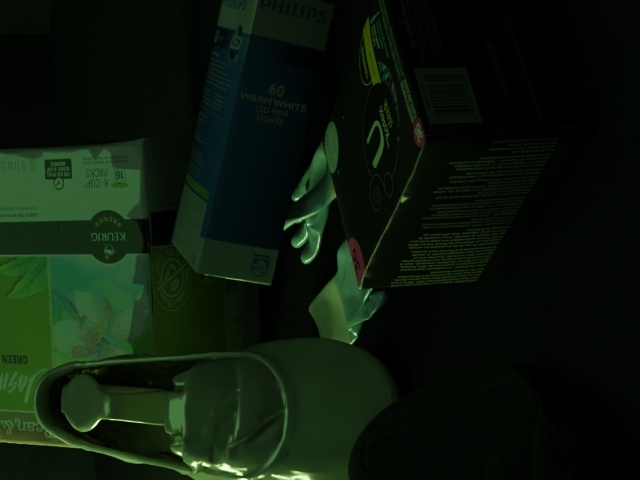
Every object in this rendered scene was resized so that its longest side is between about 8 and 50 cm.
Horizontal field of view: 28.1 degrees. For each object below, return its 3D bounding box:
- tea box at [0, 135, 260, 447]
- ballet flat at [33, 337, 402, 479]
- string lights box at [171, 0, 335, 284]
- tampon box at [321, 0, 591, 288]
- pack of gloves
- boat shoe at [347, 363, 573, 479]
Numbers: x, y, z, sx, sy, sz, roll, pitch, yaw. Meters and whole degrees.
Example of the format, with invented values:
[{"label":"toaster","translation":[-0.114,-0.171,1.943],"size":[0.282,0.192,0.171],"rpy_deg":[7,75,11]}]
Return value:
[{"label":"tea box","translation":[-0.260,0.051,1.425],"size":[0.220,0.329,0.324],"rpy_deg":[-11,-82,-62]},{"label":"ballet flat","translation":[-0.112,0.151,1.101],"size":[0.400,0.139,0.139],"rpy_deg":[-5,88,45]},{"label":"string lights box","translation":[-0.068,-0.103,1.190],"size":[0.133,0.076,0.260],"rpy_deg":[-142,63,-69]},{"label":"tampon box","translation":[0.074,-0.063,0.779],"size":[0.161,0.101,0.120],"rpy_deg":[112,151,-54]},{"label":"pack of gloves","translation":[0.000,0.000,1.132],"size":[0.232,0.046,0.195],"rpy_deg":[119,145,-60]},{"label":"boat shoe","translation":[0.089,0.166,0.690],"size":[0.320,0.118,0.103],"rpy_deg":[-99,-13,-71]}]
